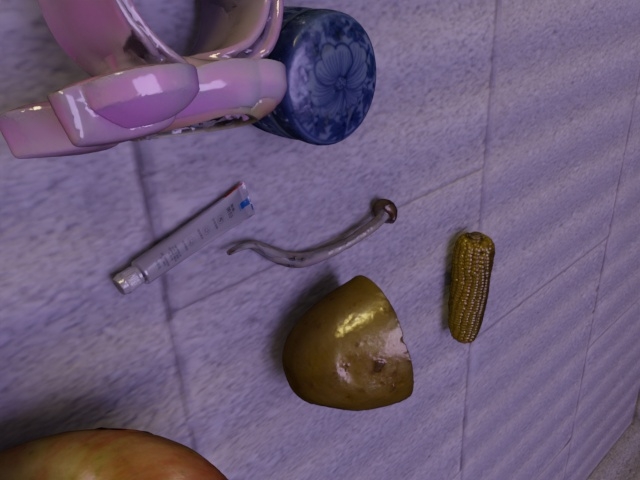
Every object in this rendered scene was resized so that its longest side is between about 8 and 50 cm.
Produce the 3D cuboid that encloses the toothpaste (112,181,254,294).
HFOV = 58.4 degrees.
[{"bbox_3d":[-0.153,-0.001,0.662,0.190,0.031,0.048,-39,128,-31],"label":"toothpaste"}]

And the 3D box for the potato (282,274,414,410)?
[{"bbox_3d":[0.025,0.170,0.824,0.158,0.178,0.204,-25,140,-16],"label":"potato"}]

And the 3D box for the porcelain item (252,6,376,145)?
[{"bbox_3d":[-0.017,-0.186,0.650,0.147,0.114,0.147,-21,123,-38],"label":"porcelain item"}]

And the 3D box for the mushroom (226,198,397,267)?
[{"bbox_3d":[-0.002,0.000,0.807,0.306,0.043,0.068,-20,103,-36],"label":"mushroom"}]

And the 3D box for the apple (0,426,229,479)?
[{"bbox_3d":[-0.224,0.379,0.504,0.391,0.391,0.347,-29,127,-33],"label":"apple"}]

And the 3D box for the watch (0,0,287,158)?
[{"bbox_3d":[-0.152,-0.195,0.487,0.248,0.210,0.218,-21,104,-46],"label":"watch"}]

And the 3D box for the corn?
[{"bbox_3d":[0.283,0.093,1.099,0.080,0.080,0.231,-18,122,-39],"label":"corn"}]
